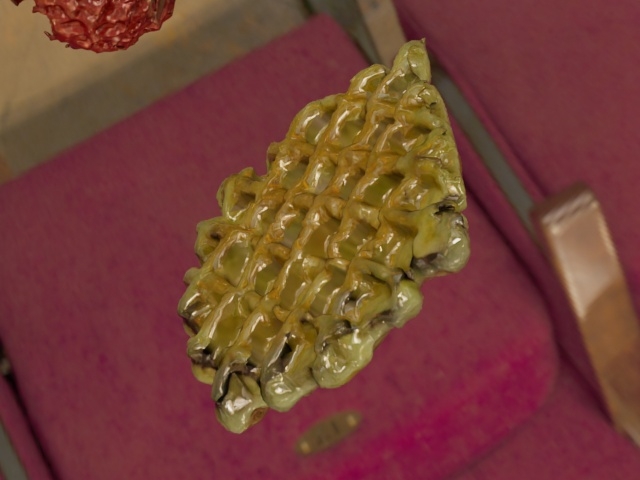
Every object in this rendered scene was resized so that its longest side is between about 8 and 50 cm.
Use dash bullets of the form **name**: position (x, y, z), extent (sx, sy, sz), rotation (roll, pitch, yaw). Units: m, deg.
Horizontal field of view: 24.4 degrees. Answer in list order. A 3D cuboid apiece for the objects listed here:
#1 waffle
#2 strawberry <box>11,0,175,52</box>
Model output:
- **waffle**: position (0.001, 0.002, 0.854), extent (0.204, 0.223, 0.054), rotation (-34, 126, 23)
- **strawberry**: position (-0.138, -0.188, 0.944), extent (0.086, 0.145, 0.145), rotation (4, 124, 16)
